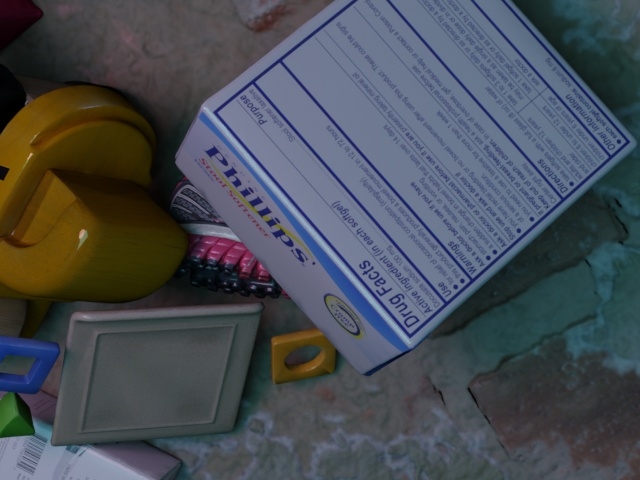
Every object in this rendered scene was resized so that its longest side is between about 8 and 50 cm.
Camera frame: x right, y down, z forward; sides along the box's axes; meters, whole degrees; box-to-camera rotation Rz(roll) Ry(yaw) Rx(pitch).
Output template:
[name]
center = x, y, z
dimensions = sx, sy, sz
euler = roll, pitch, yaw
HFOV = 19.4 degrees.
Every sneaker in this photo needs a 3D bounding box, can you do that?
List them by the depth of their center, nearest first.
[sneaker]
center = 0.000, 0.000, 1.739
dimensions = 0.299, 0.121, 0.112
euler = 13, 73, 4

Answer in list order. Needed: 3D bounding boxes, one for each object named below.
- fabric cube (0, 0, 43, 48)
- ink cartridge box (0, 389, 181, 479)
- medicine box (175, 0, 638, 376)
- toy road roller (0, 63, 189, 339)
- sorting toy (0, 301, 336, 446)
[fabric cube]
center = -0.465, -0.223, 1.738
dimensions = 0.254, 0.258, 0.259
euler = -39, 89, 16
[ink cartridge box]
center = -0.254, 0.246, 1.856
dimensions = 0.191, 0.082, 0.139
euler = 25, 105, 7
[medicine box]
center = 0.071, -0.078, 1.617
dimensions = 0.289, 0.149, 0.263
euler = -40, 88, -19
[toy road roller]
center = -0.271, 0.005, 1.715
dimensions = 0.240, 0.202, 0.329
euler = 43, 111, 33
[sorting toy]
center = -0.156, 0.117, 1.760
dimensions = 0.348, 0.047, 0.196
euler = -2, 136, -20
